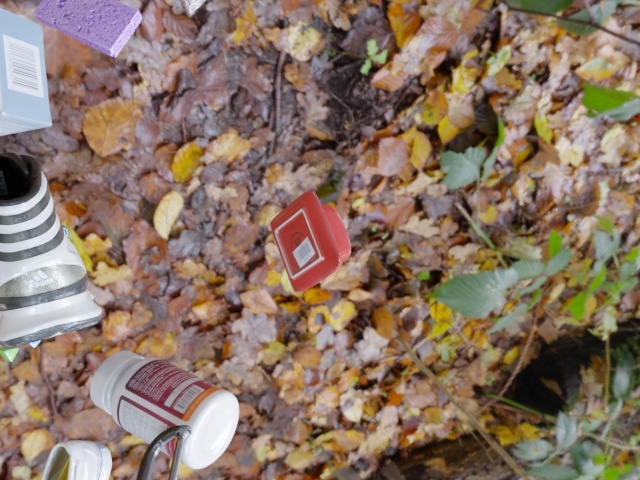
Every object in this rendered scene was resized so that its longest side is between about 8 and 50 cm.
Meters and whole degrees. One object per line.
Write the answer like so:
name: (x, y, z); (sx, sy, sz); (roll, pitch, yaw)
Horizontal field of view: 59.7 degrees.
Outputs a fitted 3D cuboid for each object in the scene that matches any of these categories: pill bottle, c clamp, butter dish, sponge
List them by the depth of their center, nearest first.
c clamp: (-0.198, 0.301, 0.717); (0.137, 0.160, 0.022); (-42, 117, 18)
pill bottle: (-0.249, 0.258, 0.881); (0.121, 0.221, 0.121); (-38, 137, -48)
butter dish: (0.000, 0.000, 1.061); (0.118, 0.160, 0.160); (-8, 161, -41)
sponge: (-0.512, -0.495, 1.229); (0.117, 0.210, 0.031); (-61, 171, -14)

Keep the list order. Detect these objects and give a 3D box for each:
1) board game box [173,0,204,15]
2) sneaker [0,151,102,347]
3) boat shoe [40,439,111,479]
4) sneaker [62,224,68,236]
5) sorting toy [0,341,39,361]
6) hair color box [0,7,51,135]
board game box: (-0.290, -0.580, 1.001); (0.232, 0.291, 0.141); (43, 89, -8)
sneaker: (-0.451, 0.001, 0.857); (0.169, 0.447, 0.257); (-15, 96, -33)
boat shoe: (-0.505, 0.550, 1.010); (0.156, 0.136, 0.367); (49, 50, -57)
sneaker: (-0.676, -0.024, 1.398); (0.086, 0.237, 0.085); (-16, 123, -17)
sorting toy: (-0.815, 0.158, 1.422); (0.196, 0.047, 0.347); (-51, 135, -44)
hair color box: (-0.683, -0.278, 1.010); (0.374, 0.185, 0.113); (-5, 180, 17)
